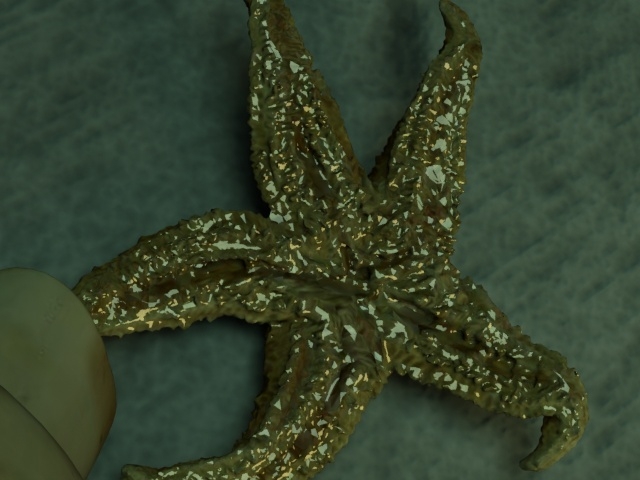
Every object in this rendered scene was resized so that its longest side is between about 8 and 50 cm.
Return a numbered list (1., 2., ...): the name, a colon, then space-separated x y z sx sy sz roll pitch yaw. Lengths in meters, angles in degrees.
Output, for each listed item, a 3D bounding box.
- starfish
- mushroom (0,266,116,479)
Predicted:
1. starfish: -0.001 0.001 0.744 0.299 0.060 0.302 11 71 -10
2. mushroom: -0.188 0.130 0.541 0.292 0.292 0.290 30 27 -7
